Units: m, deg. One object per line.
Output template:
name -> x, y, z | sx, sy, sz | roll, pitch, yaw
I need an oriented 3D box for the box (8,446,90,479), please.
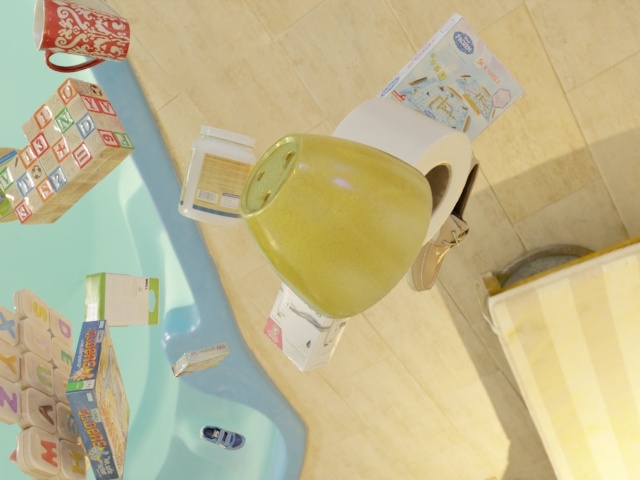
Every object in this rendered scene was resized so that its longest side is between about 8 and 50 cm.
box -> -0.641, 0.491, 1.358 | 0.126, 0.232, 0.149 | 9, 137, 14

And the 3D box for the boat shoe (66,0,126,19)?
boat shoe -> -0.570, -0.583, 1.271 | 0.254, 0.079, 0.095 | 38, 82, -43

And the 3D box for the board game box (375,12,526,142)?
board game box -> 0.382, -0.430, 1.566 | 0.318, 0.066, 0.318 | 36, 112, -28

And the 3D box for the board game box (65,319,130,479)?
board game box -> -0.313, 0.234, 0.763 | 0.035, 0.136, 0.201 | -5, 124, -10

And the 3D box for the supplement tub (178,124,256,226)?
supplement tub -> -0.224, -0.141, 1.178 | 0.144, 0.144, 0.200 | 14, 96, -7

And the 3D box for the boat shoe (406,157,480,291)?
boat shoe -> 0.288, -0.035, 1.256 | 0.110, 0.121, 0.342 | 16, 99, 35

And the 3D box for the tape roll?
tape roll -> 0.134, -0.116, 0.969 | 0.169, 0.246, 0.246 | 35, 127, 32

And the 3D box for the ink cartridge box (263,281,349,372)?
ink cartridge box -> -0.031, 0.210, 1.583 | 0.117, 0.207, 0.283 | -6, 125, -47

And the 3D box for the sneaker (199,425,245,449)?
sneaker -> -0.298, 0.594, 1.605 | 0.144, 0.053, 0.059 | 12, 148, 2

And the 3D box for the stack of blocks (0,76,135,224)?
stack of blocks -> -0.561, -0.184, 1.147 | 0.297, 0.087, 0.171 | -35, 81, 21

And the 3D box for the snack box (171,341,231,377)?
snack box -> -0.339, 0.339, 1.515 | 0.141, 0.037, 0.100 | -8, 151, -45

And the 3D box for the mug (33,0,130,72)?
mug -> -0.506, -0.432, 1.124 | 0.169, 0.113, 0.150 | -1, 166, -37

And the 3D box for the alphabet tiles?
alphabet tiles -> -0.399, 0.211, 0.784 | 0.021, 0.284, 0.278 | -22, 145, -5

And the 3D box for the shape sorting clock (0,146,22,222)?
shape sorting clock -> -0.838, -0.146, 1.412 | 0.040, 0.206, 0.206 | 21, 130, 37

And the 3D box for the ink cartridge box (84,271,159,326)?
ink cartridge box -> -0.722, 0.224, 1.952 | 0.097, 0.189, 0.255 | -9, 168, 32

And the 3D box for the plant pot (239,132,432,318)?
plant pot -> -0.001, -0.024, 0.389 | 0.095, 0.134, 0.134 | 34, 117, -30
